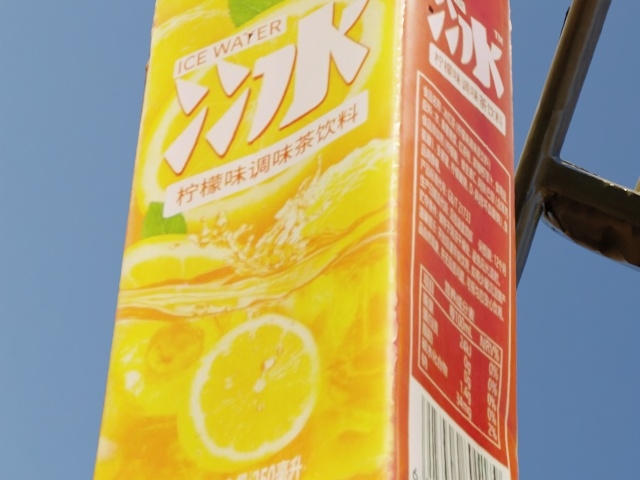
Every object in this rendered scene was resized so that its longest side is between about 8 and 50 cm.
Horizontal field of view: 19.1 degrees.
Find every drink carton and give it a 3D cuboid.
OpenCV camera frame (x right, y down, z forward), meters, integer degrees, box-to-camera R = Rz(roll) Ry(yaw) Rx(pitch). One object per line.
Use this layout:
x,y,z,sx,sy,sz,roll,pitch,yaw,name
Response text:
0.000,0.000,0.537,0.096,0.071,0.223,-18,-131,28,drink carton

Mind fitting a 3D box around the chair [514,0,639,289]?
0.163,0.007,0.689,0.188,0.166,0.272,24,-84,27,chair
